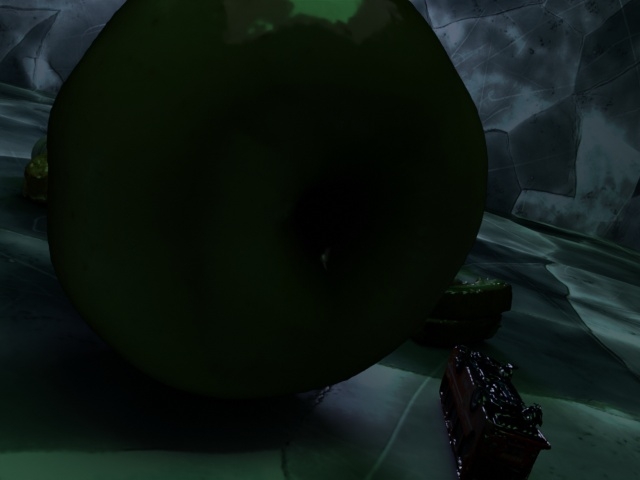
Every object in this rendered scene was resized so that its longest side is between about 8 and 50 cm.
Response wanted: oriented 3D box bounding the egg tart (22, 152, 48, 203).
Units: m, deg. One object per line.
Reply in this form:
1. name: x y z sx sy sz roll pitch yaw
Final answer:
1. egg tart: -0.491 -0.125 1.143 0.129 0.129 0.049 24 -29 31

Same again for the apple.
1. apple: -0.067 -0.068 0.678 0.473 0.473 0.473 15 13 -4

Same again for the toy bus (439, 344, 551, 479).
1. toy bus: 0.176 0.186 0.678 0.073 0.096 0.235 17 12 2

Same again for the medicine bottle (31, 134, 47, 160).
1. medicine bottle: -0.492 -0.148 1.260 0.186 0.103 0.103 25 15 33

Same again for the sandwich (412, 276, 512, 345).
1. sandwich: 0.211 0.103 1.049 0.185 0.109 0.160 3 14 -30
